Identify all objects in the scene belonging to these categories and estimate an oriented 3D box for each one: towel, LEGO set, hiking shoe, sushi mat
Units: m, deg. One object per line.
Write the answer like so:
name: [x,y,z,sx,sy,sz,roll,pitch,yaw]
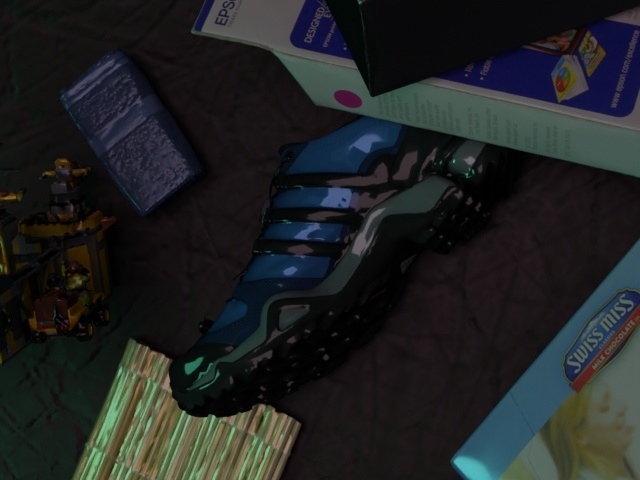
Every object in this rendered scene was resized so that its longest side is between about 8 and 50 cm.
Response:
towel: [-0.140,-0.080,1.339,0.067,0.029,0.119,-36,79,11]
LEGO set: [-0.313,-0.026,1.268,0.331,0.255,0.192,0,104,21]
hiking shoe: [0.000,0.000,1.273,0.304,0.113,0.132,-42,68,1]
sushi mat: [-0.138,0.246,1.333,0.151,0.019,0.317,23,94,13]

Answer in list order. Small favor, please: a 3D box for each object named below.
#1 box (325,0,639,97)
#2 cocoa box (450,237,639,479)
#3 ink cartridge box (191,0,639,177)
box: [0.119,-0.227,1.171,0.261,0.103,0.184,-19,54,-6]
cocoa box: [0.299,0.092,1.070,0.347,0.228,0.231,-52,58,15]
ink cartridge box: [0.116,-0.154,1.220,0.370,0.069,0.176,15,61,13]
